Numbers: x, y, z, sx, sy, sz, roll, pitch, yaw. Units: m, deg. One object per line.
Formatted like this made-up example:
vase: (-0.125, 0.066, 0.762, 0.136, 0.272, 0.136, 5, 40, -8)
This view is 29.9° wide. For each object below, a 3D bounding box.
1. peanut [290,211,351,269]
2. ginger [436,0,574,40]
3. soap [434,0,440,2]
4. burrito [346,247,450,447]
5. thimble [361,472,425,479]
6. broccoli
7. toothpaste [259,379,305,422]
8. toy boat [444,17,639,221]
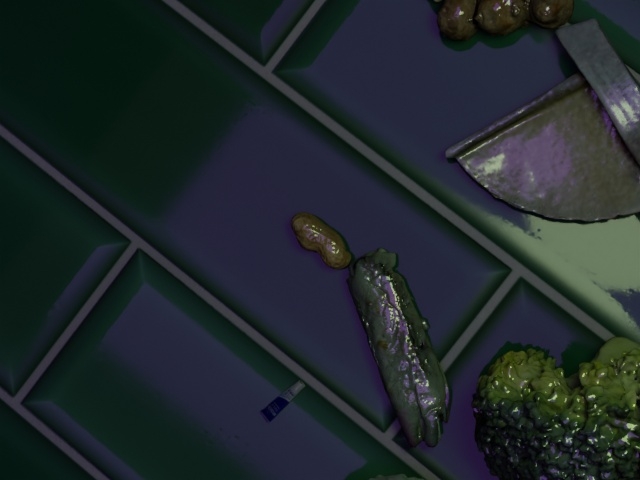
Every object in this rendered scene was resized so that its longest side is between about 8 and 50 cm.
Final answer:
peanut: (0.000, 0.000, 1.841, 0.113, 0.054, 0.054, 40, 94, 7)
ginger: (0.274, -0.344, 1.784, 0.204, 0.104, 0.080, -3, 112, 18)
soap: (0.226, -0.512, 1.803, 0.274, 0.089, 0.173, -39, 82, 5)
burrito: (0.122, 0.162, 1.809, 0.096, 0.066, 0.309, -21, 85, 12)
thimble: (0.110, 0.463, 1.730, 0.172, 0.205, 0.250, -17, 77, 8)
broccoli: (0.386, 0.263, 1.699, 0.281, 0.348, 0.293, -47, 125, -25)
toothpaste: (-0.058, 0.249, 1.859, 0.083, 0.015, 0.024, -42, 76, 10)
toy boat: (0.384, -0.148, 1.769, 0.276, 0.111, 0.293, 44, 105, 12)
